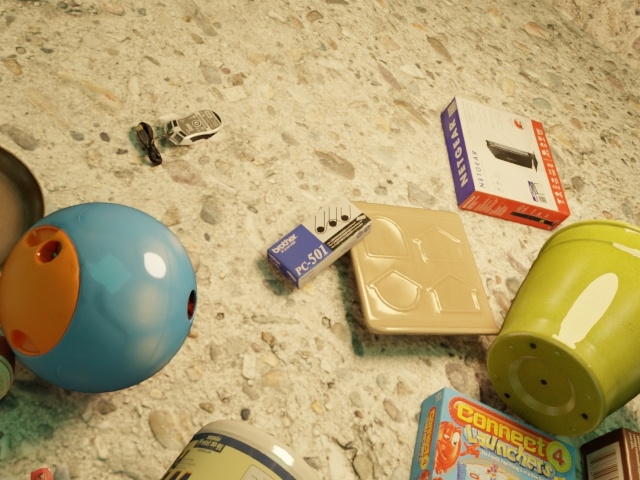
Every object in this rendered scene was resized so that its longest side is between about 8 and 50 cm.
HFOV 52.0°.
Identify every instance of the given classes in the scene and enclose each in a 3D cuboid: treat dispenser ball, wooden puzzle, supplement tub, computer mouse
[{"bbox_3d":[-0.333,0.085,0.998,0.288,0.288,0.288,14,53,-19],"label":"treat dispenser ball"},{"bbox_3d":[0.203,0.067,1.439,0.322,0.080,0.348,5,51,-25],"label":"wooden puzzle"},{"bbox_3d":[-0.156,0.436,0.880,0.235,0.235,0.325,38,48,1],"label":"supplement tub"},{"bbox_3d":[-0.294,-0.226,1.403,0.193,0.042,0.106,-23,66,-31],"label":"computer mouse"}]

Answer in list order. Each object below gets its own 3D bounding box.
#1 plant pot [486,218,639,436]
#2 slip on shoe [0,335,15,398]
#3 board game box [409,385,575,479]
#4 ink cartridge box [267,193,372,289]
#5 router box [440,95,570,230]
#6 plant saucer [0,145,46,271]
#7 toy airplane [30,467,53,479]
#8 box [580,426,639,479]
[{"bbox_3d":[0.525,0.198,1.330,0.353,0.366,0.366,-34,78,-37],"label":"plant pot"},{"bbox_3d":[-0.605,0.154,0.939,0.331,0.123,0.101,14,20,-13],"label":"slip on shoe"},{"bbox_3d":[0.316,0.471,1.203,0.308,0.086,0.302,26,50,-9],"label":"board game box"},{"bbox_3d":[0.000,0.000,1.342,0.207,0.046,0.097,-39,64,-23],"label":"ink cartridge box"},{"bbox_3d":[0.494,-0.209,1.776,0.301,0.082,0.335,11,54,-21],"label":"router box"},{"bbox_3d":[-0.627,-0.051,1.097,0.310,0.050,0.311,13,54,-19],"label":"plant saucer"},{"bbox_3d":[-0.405,0.400,0.909,0.151,0.028,0.151,11,67,-28],"label":"toy airplane"},{"bbox_3d":[0.731,0.542,1.341,0.381,0.143,0.191,22,50,-10],"label":"box"}]
